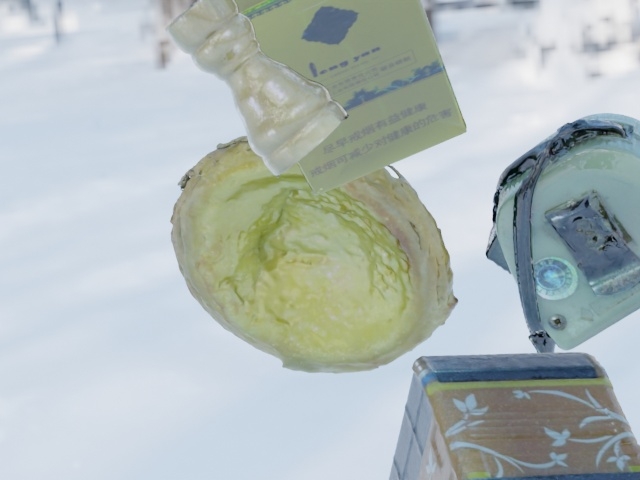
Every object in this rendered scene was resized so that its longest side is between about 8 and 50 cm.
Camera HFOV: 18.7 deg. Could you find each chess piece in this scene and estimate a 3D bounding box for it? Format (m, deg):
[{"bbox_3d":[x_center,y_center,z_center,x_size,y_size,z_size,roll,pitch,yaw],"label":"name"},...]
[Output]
[{"bbox_3d":[-0.045,-0.106,1.259,0.066,0.122,0.066,-42,6,5],"label":"chess piece"}]

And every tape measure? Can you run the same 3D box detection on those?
[{"bbox_3d":[0.255,-0.007,1.937,0.235,0.207,0.115,-35,20,26],"label":"tape measure"}]

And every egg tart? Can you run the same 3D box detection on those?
[{"bbox_3d":[0.000,0.000,2.027,0.315,0.315,0.120,-2,35,23],"label":"egg tart"}]

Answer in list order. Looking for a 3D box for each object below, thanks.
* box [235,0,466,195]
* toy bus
[{"bbox_3d":[0.023,-0.147,1.634,0.153,0.041,0.279,-23,-34,3],"label":"box"},{"bbox_3d":[0.110,0.213,1.233,0.138,0.275,0.167,-1,37,-14],"label":"toy bus"}]
